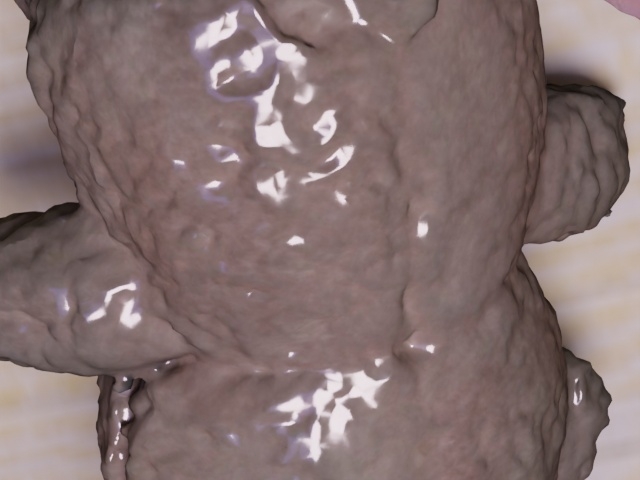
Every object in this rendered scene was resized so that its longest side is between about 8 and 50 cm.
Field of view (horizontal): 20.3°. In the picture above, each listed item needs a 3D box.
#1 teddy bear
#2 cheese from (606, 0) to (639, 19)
[{"bbox_3d":[0.000,-0.001,0.566,0.236,0.151,0.267,-18,122,-17],"label":"teddy bear"},{"bbox_3d":[0.172,-0.133,0.541,0.286,0.074,0.189,22,115,-17],"label":"cheese"}]
